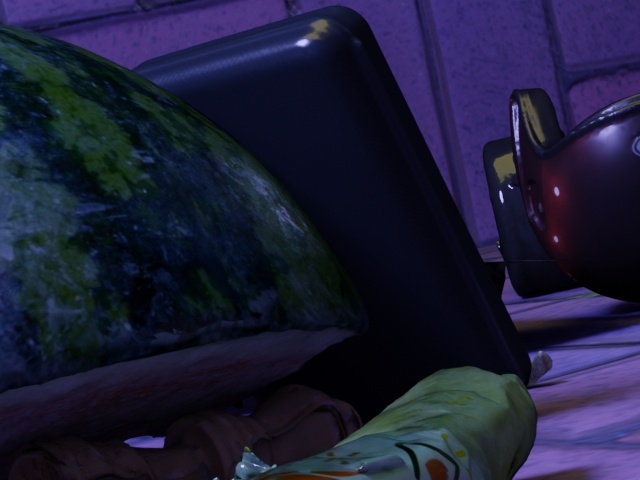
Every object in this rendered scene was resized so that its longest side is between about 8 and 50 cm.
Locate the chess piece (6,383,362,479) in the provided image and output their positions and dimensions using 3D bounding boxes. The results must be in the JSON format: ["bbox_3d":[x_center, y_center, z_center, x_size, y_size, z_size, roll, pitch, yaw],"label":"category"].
[{"bbox_3d":[-0.052,0.098,0.884,0.172,0.060,0.060,-13,1,-38],"label":"chess piece"}]

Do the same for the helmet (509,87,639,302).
[{"bbox_3d":[0.246,-0.049,1.502,0.189,0.193,0.216,-12,-15,-5],"label":"helmet"}]

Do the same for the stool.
[{"bbox_3d":[0.233,-0.033,1.929,0.139,0.153,0.228,-12,1,6],"label":"stool"}]

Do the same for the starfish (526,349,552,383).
[{"bbox_3d":[0.054,0.079,1.193,0.176,0.053,0.208,-1,-1,-38],"label":"starfish"}]

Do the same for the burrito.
[{"bbox_3d":[0.000,0.093,0.693,0.104,0.054,0.288,-14,1,26],"label":"burrito"}]

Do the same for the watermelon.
[{"bbox_3d":[-0.187,0.024,0.888,0.292,0.283,0.250,-49,-34,5],"label":"watermelon"}]

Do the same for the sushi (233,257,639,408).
[{"bbox_3d":[-0.001,0.067,1.419,0.373,0.100,0.296,-1,-1,-24],"label":"sushi"}]

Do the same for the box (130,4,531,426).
[{"bbox_3d":[0.000,0.000,1.012,0.160,0.230,0.050,-12,25,37],"label":"box"}]
